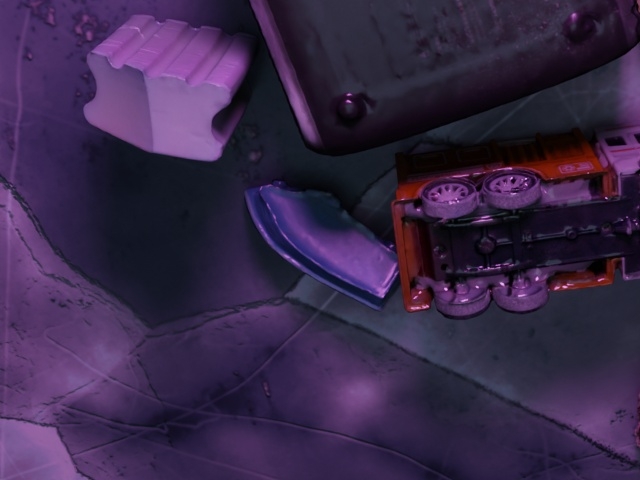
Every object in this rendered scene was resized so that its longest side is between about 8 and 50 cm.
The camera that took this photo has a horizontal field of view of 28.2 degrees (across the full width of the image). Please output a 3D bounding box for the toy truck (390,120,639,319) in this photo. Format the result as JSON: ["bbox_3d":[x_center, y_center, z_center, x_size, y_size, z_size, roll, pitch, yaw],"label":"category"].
[{"bbox_3d":[0.282,-0.042,1.559,0.387,0.207,0.173,-8,119,4],"label":"toy truck"}]

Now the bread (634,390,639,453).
[{"bbox_3d":[0.480,0.238,1.723,0.106,0.082,0.125,0,102,-6],"label":"bread"}]

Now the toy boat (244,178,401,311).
[{"bbox_3d":[0.000,0.000,1.670,0.238,0.098,0.109,35,74,1],"label":"toy boat"}]

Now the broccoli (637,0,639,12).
[{"bbox_3d":[0.457,-0.288,1.452,0.245,0.288,0.248,-16,148,27],"label":"broccoli"}]

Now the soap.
[{"bbox_3d":[-0.173,-0.184,1.497,0.173,0.289,0.095,10,110,0],"label":"soap"}]

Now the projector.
[{"bbox_3d":[0.118,-0.342,1.432,0.405,0.242,0.395,-18,108,11],"label":"projector"}]
